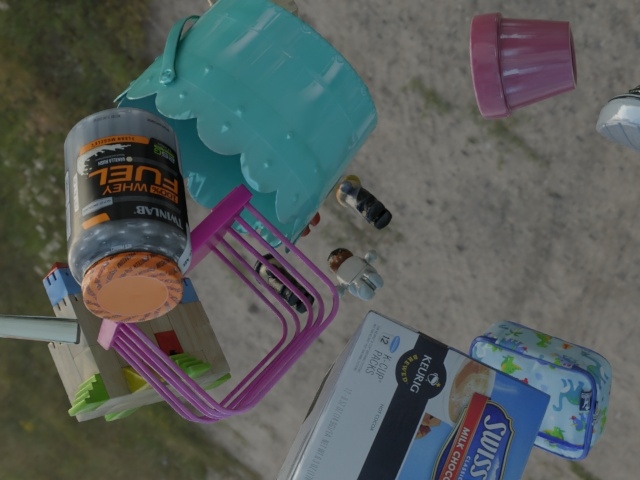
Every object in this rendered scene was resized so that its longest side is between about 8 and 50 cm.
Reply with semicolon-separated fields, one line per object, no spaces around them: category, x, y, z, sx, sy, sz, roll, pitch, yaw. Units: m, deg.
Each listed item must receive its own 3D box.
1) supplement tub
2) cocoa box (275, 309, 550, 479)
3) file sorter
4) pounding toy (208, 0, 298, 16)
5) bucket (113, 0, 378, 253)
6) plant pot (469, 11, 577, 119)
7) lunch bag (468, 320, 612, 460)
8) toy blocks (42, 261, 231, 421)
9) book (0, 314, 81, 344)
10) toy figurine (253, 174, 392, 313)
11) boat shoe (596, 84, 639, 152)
supplement tub;-0.186;-0.024;1.037;0.117;0.117;0.190;75;-178;-55
cocoa box;0.088;0.266;1.289;0.228;0.231;0.347;26;160;1
file sorter;-0.122;0.096;1.268;0.182;0.202;0.290;45;163;-1
pounding toy;-0.095;-0.341;1.562;0.100;0.130;0.141;62;170;11
bucket;-0.082;-0.139;1.247;0.281;0.183;0.281;36;166;11
plant pot;0.391;-0.341;2.052;0.180;0.201;0.201;-6;139;18
lunch bag;0.336;0.236;1.675;0.219;0.090;0.176;19;122;31
toy blocks;-0.333;0.154;1.892;0.190;0.381;0.261;-36;72;34
book;-0.406;0.124;1.485;0.144;0.035;0.096;5;169;-9
toy figurine;0.000;0.000;1.789;0.148;0.209;0.213;39;132;55
boat shoe;0.447;-0.170;1.417;0.121;0.119;0.335;25;-172;21
